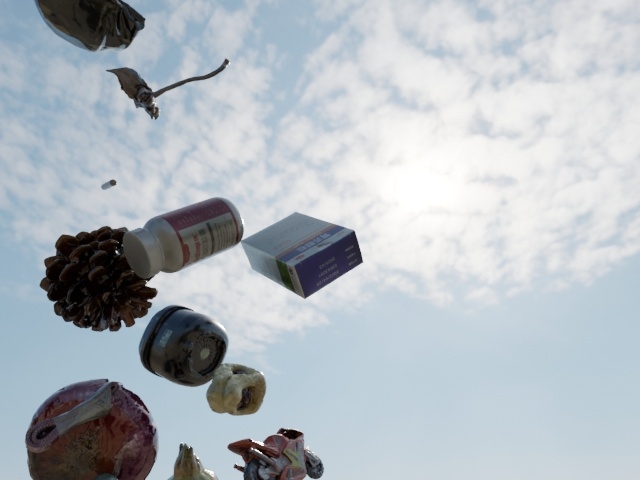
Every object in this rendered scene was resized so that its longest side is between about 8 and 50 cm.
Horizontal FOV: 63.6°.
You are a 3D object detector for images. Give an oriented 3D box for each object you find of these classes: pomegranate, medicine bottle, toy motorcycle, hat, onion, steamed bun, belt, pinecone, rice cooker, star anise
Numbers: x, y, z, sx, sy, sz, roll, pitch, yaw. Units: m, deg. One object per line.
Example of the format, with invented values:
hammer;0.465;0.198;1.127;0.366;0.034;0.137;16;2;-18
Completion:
pomegranate;-0.436;0.846;1.764;0.204;0.276;0.222;22;1;1
medicine bottle;-0.300;-0.008;1.155;0.250;0.131;0.131;-27;-13;-44
toy motorcycle;-0.111;0.591;1.389;0.089;0.171;0.298;-44;-33;22
hat;-0.643;-0.602;1.213;0.366;0.382;0.257;39;-66;10
onion;-0.619;0.547;1.441;0.348;0.347;0.285;-1;6;-2
steamed bun;-0.260;0.441;1.500;0.172;0.140;0.155;8;-2;14
belt;-0.595;0.429;1.256;0.232;0.071;0.053;-31;-14;-39
pinecone;-0.493;0.091;1.185;0.264;0.264;0.264;-1;-35;-1
rice cooker;-0.448;0.350;1.706;0.225;0.267;0.267;12;-23;37
star anise;-0.348;-0.385;1.198;0.227;0.218;0.148;-38;-50;-11

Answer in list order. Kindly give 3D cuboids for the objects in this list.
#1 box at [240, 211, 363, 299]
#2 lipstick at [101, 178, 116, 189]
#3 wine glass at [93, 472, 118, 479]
box;-0.058;0.029;1.407;0.200;0.299;0.106;-30;-63;-25
lipstick;-0.553;-0.145;1.347;0.019;0.019;0.094;24;-15;-32
wine glass;-0.538;0.631;1.229;0.073;0.073;0.155;-1;9;-1
